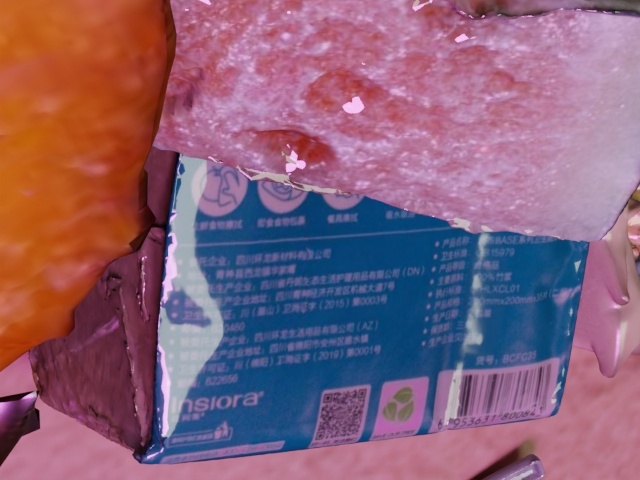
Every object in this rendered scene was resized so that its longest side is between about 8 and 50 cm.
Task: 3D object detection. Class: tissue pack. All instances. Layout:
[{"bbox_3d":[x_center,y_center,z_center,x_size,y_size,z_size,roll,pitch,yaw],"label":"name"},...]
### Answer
[{"bbox_3d":[0.000,0.000,0.631,0.169,0.082,0.120,-3,109,-34],"label":"tissue pack"}]

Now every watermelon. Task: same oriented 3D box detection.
[{"bbox_3d":[-0.025,-0.083,0.537,0.241,0.154,0.094,-2,142,-25],"label":"watermelon"}]

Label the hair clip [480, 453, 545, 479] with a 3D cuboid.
[{"bbox_3d":[0.046,0.122,0.759,0.115,0.039,0.030,-26,131,-26],"label":"hair clip"}]

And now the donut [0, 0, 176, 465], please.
[{"bbox_3d":[-0.245,-0.043,0.325,0.435,0.163,0.378,-19,147,-6],"label":"donut"}]

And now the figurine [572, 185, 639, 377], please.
[{"bbox_3d":[0.111,0.008,0.750,0.050,0.047,0.083,-20,117,-45],"label":"figurine"}]
